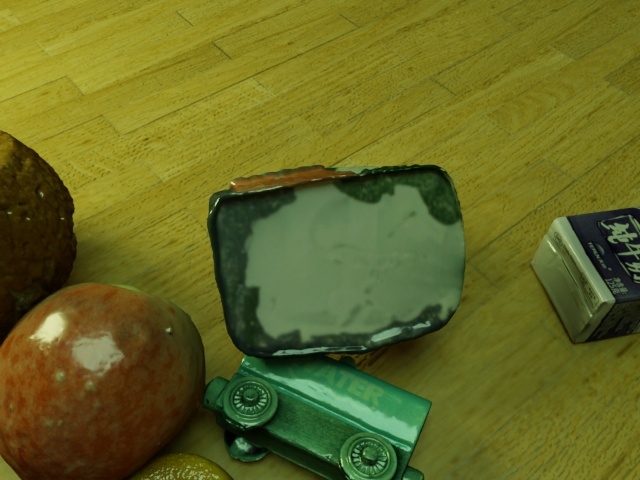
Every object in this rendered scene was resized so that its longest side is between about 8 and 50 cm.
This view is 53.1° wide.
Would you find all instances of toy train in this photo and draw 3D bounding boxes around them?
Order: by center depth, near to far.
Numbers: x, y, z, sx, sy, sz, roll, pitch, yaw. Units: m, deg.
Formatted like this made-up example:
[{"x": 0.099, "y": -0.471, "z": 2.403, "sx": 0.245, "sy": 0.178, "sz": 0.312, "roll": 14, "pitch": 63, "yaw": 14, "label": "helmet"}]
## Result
[{"x": 0.002, "y": 0.185, "z": 0.688, "sx": 0.248, "sy": 0.101, "sz": 0.159, "roll": 21, "pitch": 44, "yaw": 14, "label": "toy train"}]

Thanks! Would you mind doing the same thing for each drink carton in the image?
[{"x": 0.410, "y": 0.037, "z": 0.821, "sx": 0.223, "sy": 0.101, "sz": 0.134, "roll": -8, "pitch": 50, "yaw": -11, "label": "drink carton"}]

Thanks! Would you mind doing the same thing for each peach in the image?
[{"x": -0.221, "y": 0.153, "z": 0.639, "sx": 0.233, "sy": 0.232, "sz": 0.232, "roll": 1, "pitch": 52, "yaw": -2, "label": "peach"}]

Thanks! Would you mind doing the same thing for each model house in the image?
[{"x": 0.000, "y": 0.000, "z": 0.795, "sx": 0.272, "sy": 0.190, "sz": 0.301, "roll": -10, "pitch": 13, "yaw": -10, "label": "model house"}]

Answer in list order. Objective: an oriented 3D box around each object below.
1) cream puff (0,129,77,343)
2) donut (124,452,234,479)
[{"x": -0.416, "y": 0.013, "z": 0.713, "sx": 0.303, "sy": 0.212, "sz": 0.303, "roll": -8, "pitch": 35, "yaw": 6, "label": "cream puff"}, {"x": -0.137, "y": 0.279, "z": 0.627, "sx": 0.152, "sy": 0.058, "sz": 0.151, "roll": 0, "pitch": 50, "yaw": 0, "label": "donut"}]
